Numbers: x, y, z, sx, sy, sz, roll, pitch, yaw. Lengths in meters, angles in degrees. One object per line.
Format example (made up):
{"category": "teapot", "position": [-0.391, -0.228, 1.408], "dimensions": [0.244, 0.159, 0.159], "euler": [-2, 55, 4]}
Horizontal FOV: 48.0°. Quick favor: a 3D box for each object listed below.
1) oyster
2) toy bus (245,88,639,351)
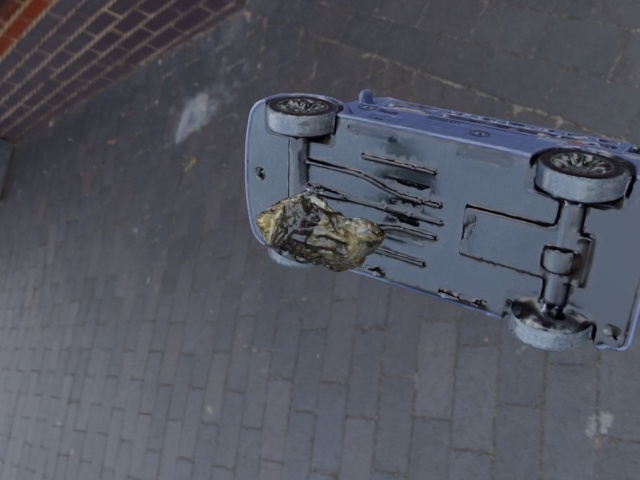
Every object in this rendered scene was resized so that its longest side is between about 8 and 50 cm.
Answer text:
{"category": "oyster", "position": [-0.003, -0.002, 0.456], "dimensions": [0.054, 0.083, 0.019], "euler": [-56, 20, 34]}
{"category": "toy bus", "position": [0.090, -0.032, 0.519], "dimensions": [0.292, 0.133, 0.125], "euler": [16, 120, 27]}
